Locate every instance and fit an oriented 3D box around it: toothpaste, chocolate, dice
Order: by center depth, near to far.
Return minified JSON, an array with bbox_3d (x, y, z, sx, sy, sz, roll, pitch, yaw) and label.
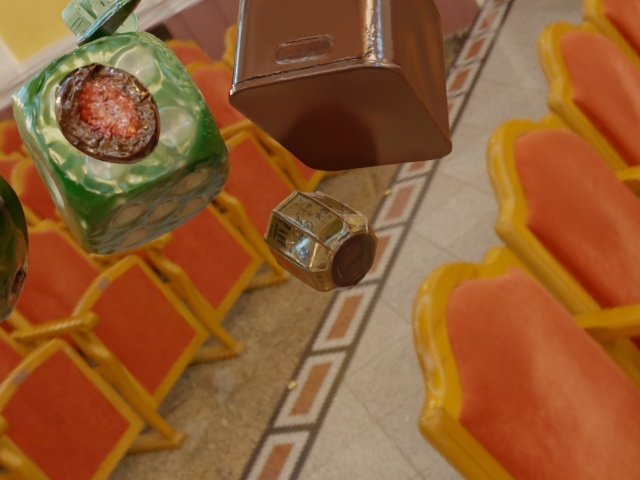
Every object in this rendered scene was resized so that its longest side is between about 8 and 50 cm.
[{"bbox_3d":[-0.272,-0.156,1.160,0.124,0.133,0.127,-34,-10,16],"label":"chocolate"},{"bbox_3d":[-0.347,-0.171,1.573,0.300,0.297,0.287,-29,-10,-16],"label":"dice"},{"bbox_3d":[-0.371,-0.398,1.587,0.248,0.047,0.078,-28,35,42],"label":"toothpaste"}]

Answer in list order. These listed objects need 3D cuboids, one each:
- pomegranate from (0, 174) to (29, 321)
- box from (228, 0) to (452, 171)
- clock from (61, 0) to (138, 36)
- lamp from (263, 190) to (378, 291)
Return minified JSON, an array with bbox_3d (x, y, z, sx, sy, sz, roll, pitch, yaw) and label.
[{"bbox_3d":[-0.566,-0.021,1.201,0.310,0.358,0.216,-76,13,-55],"label":"pomegranate"},{"bbox_3d":[0.042,-0.267,1.282,0.239,0.339,0.229,-4,75,22],"label":"box"},{"bbox_3d":[-0.492,-0.513,2.063,0.066,0.159,0.211,-35,20,33],"label":"clock"},{"bbox_3d":[0.000,0.000,1.568,0.161,0.161,0.185,-41,46,-21],"label":"lamp"}]
